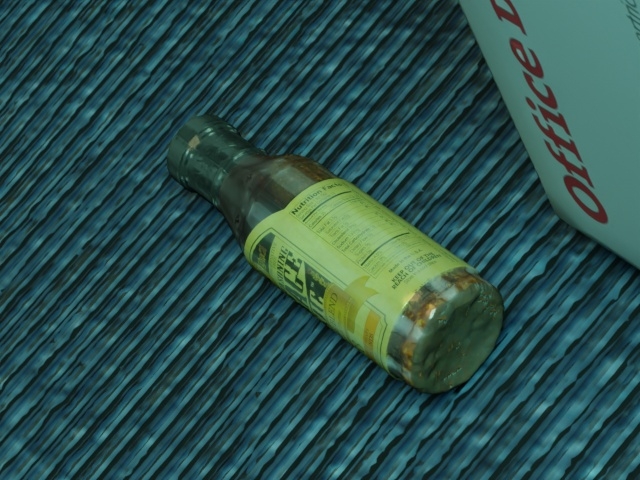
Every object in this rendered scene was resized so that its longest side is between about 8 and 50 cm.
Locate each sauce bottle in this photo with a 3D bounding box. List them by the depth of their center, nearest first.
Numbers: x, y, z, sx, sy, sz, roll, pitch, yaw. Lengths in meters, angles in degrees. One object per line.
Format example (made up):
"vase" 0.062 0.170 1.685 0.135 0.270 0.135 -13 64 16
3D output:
"sauce bottle" 0.000 0.000 0.530 0.042 0.042 0.128 -49 51 -7

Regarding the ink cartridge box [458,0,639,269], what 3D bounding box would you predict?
"ink cartridge box" 0.177 -0.068 0.361 0.197 0.198 0.270 -43 46 -10
